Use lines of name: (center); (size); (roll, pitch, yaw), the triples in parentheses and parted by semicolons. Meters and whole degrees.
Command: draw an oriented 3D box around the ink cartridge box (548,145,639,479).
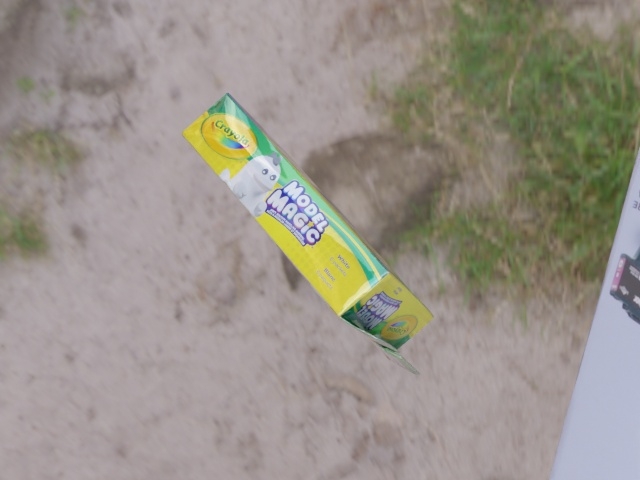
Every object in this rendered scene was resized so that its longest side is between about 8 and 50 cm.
ink cartridge box: (0.182, 0.061, 0.709); (0.065, 0.186, 0.311); (29, 114, 47)

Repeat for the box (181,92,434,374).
box: (0.000, 0.000, 1.020); (0.043, 0.105, 0.179); (-41, 66, 3)
